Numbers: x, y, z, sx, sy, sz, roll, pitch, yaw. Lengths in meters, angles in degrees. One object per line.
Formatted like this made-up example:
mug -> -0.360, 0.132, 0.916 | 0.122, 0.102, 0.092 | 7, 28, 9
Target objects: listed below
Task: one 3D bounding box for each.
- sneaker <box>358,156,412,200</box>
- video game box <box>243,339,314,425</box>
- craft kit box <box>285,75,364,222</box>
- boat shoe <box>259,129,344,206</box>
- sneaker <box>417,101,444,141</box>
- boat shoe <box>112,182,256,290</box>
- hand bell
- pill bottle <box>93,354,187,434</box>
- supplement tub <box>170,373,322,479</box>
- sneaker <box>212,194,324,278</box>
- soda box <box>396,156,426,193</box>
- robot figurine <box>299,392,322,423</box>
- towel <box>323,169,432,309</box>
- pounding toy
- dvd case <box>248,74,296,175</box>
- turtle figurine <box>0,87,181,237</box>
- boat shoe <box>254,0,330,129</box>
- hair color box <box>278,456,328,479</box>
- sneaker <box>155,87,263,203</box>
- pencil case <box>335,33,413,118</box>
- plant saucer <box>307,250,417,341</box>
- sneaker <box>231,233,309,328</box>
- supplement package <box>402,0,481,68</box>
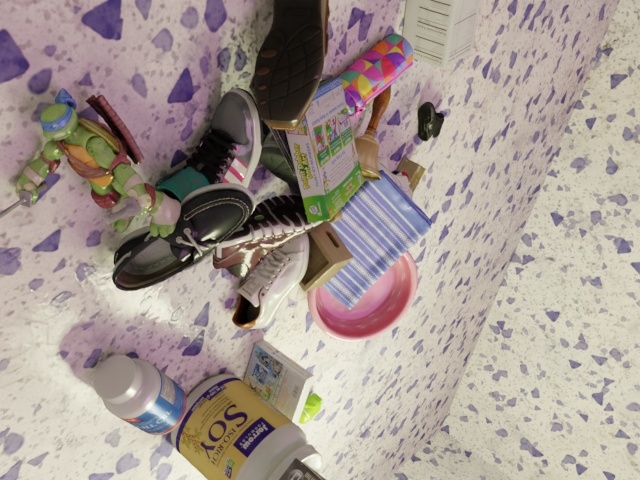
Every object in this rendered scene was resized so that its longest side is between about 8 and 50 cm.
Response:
sneaker -> 0.218, -0.118, 1.822 | 0.297, 0.111, 0.129 | 43, 70, -40
video game box -> -0.124, 0.403, 1.759 | 0.048, 0.187, 0.205 | -18, 132, -54
craft kit box -> 0.010, -0.196, 1.349 | 0.250, 0.060, 0.247 | -48, 126, -60
boat shoe -> -0.027, -0.161, 1.461 | 0.320, 0.118, 0.103 | 37, 64, -54
sneaker -> 0.325, -0.354, 1.891 | 0.089, 0.051, 0.170 | -44, 152, -25
boat shoe -> -0.239, 0.004, 1.129 | 0.302, 0.091, 0.114 | -30, 125, 26
hand bell -> 0.129, -0.285, 1.623 | 0.126, 0.126, 0.242 | 23, 85, -61
pill bottle -> -0.376, 0.320, 1.354 | 0.124, 0.124, 0.221 | -50, 149, -15
supplement tub -> -0.184, 0.515, 1.619 | 0.241, 0.331, 0.241 | -38, 145, -33
sneaker -> -0.125, -0.002, 1.461 | 0.281, 0.106, 0.163 | -13, 139, -28
soda box -> 0.238, -0.151, 1.929 | 0.058, 0.061, 0.181 | 18, 101, -61
robot figurine -> -0.045, 0.559, 2.150 | 0.115, 0.067, 0.101 | -38, 157, -32
towel -> 0.118, 0.003, 1.731 | 0.336, 0.040, 0.243 | -46, 119, 3
pounding toy -> -0.002, -0.011, 1.591 | 0.206, 0.181, 0.094 | -44, 163, 34
dvd case -> -0.069, -0.261, 1.271 | 0.221, 0.018, 0.165 | 63, 32, -44
turtle figurine -> -0.344, -0.058, 0.976 | 0.197, 0.275, 0.266 | -23, 152, 9
boat shoe -> -0.035, -0.353, 1.184 | 0.120, 0.122, 0.324 | 47, 53, -74
hair color box -> 0.021, 0.636, 1.516 | 0.110, 0.185, 0.339 | -48, 149, -15
sneaker -> -0.215, -0.130, 1.195 | 0.178, 0.123, 0.296 | -31, 143, -55
pencil case -> 0.118, -0.377, 1.496 | 0.236, 0.104, 0.104 | -47, 149, -23
plant saucer -> 0.113, 0.128, 1.853 | 0.332, 0.084, 0.332 | -7, 114, -17
sneaker -> -0.122, 0.094, 1.553 | 0.123, 0.106, 0.290 | -1, 119, -60
supplement package -> 0.294, -0.562, 1.556 | 0.139, 0.133, 0.244 | -35, 143, -36
